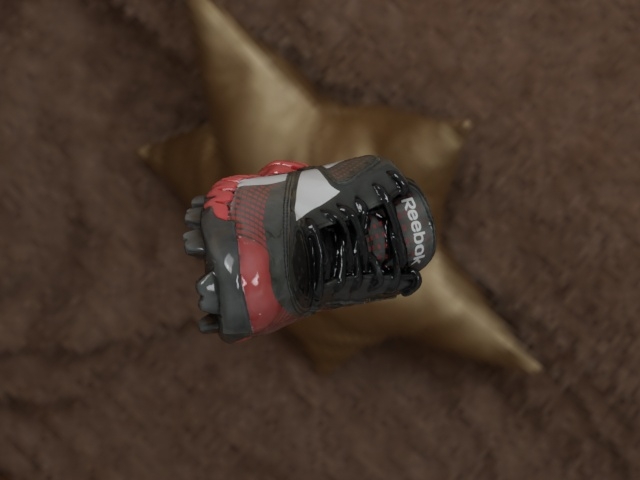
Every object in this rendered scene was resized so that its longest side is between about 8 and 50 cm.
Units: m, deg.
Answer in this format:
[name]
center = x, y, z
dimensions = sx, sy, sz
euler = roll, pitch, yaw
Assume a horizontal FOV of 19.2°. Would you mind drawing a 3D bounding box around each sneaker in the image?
[sneaker]
center = 0.000, -0.001, 1.197
dimensions = 0.135, 0.276, 0.097
euler = -4, 98, 14
